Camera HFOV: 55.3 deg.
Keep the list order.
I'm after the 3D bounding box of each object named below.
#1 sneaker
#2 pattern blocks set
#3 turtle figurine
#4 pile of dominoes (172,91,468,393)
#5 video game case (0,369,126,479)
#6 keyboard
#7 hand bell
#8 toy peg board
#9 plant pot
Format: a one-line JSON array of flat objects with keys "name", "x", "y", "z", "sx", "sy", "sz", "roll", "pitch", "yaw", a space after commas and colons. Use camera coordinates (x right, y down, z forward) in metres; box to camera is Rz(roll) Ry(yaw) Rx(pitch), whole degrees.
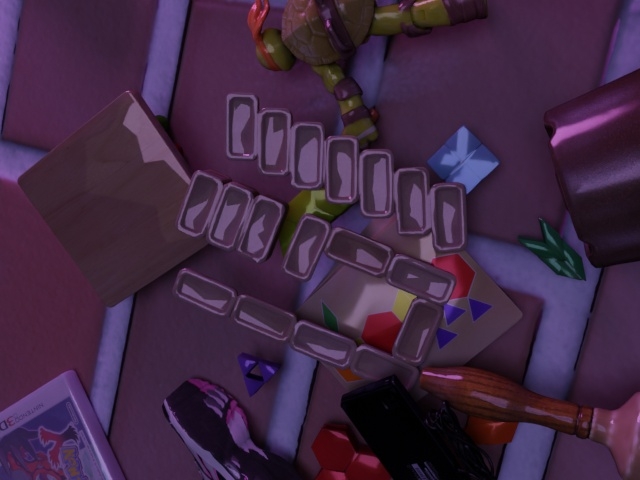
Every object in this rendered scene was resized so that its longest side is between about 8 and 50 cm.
[{"name": "sneaker", "x": -0.099, "y": 0.222, "z": 0.608, "sx": 0.178, "sy": 0.072, "sz": 0.077, "roll": 44, "pitch": 122, "yaw": 21}, {"name": "pattern blocks set", "x": 0.067, "y": 0.070, "z": 0.556, "sx": 0.324, "sy": 0.026, "sz": 0.285, "roll": -35, "pitch": 86, "yaw": 17}, {"name": "turtle figurine", "x": 0.019, "y": -0.211, "z": 0.533, "sx": 0.217, "sy": 0.087, "sz": 0.270, "roll": -22, "pitch": 85, "yaw": 19}, {"name": "pile of dominoes", "x": 0.000, "y": 0.000, "z": 0.547, "sx": 0.251, "sy": 0.040, "sz": 0.196, "roll": 23, "pitch": 100, "yaw": 4}, {"name": "video game case", "x": -0.313, "y": 0.279, "z": 0.709, "sx": 0.183, "sy": 0.023, "sz": 0.201, "roll": -31, "pitch": 82, "yaw": 19}, {"name": "keyboard", "x": 0.107, "y": 0.194, "z": 0.532, "sx": 0.100, "sy": 0.038, "sz": 0.192, "roll": -30, "pitch": 98, "yaw": 40}, {"name": "hand bell", "x": 0.196, "y": 0.138, "z": 0.477, "sx": 0.242, "sy": 0.126, "sz": 0.126, "roll": 12, "pitch": 96, "yaw": 25}, {"name": "toy peg board", "x": -0.190, "y": -0.045, "z": 0.634, "sx": 0.161, "sy": 0.079, "sz": 0.161, "roll": -31, "pitch": 97, "yaw": 18}, {"name": "plant pot", "x": 0.256, "y": -0.060, "z": 0.423, "sx": 0.165, "sy": 0.167, "sz": 0.167, "roll": -19, "pitch": 86, "yaw": 27}]
